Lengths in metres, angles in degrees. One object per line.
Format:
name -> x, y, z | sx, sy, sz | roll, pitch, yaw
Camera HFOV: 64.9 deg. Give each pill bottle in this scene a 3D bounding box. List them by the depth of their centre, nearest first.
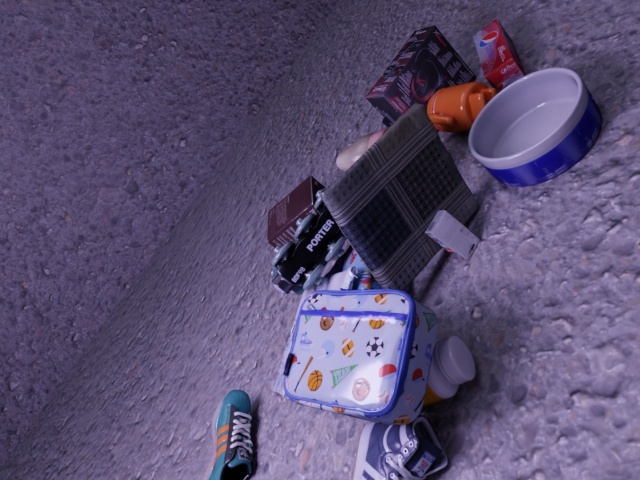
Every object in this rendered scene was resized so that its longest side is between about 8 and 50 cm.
pill bottle -> 0.179, 0.258, 0.962 | 0.215, 0.117, 0.117 | -32, 34, 32

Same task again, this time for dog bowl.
dog bowl -> 0.476, -0.253, 1.134 | 0.265, 0.104, 0.264 | -36, 33, 27

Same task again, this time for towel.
towel -> 0.182, -0.085, 1.104 | 0.324, 0.312, 0.056 | -44, 24, -17

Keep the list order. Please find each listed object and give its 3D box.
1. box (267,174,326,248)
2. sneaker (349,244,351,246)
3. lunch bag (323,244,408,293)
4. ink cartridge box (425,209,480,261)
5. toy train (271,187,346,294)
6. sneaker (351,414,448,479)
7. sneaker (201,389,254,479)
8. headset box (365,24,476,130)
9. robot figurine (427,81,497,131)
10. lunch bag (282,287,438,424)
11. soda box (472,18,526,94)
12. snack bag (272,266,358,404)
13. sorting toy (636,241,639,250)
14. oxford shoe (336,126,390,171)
box -> -0.043, -0.058, 1.599 | 0.203, 0.168, 0.167 | -39, 31, 24
sneaker -> 0.160, -0.045, 1.387 | 0.235, 0.095, 0.090 | -52, 26, 45
lunch bag -> 0.080, 0.134, 1.276 | 0.293, 0.138, 0.220 | -43, 28, 41
ink cartridge box -> 0.293, -0.009, 1.114 | 0.062, 0.115, 0.029 | -57, 17, -10
toy train -> 0.000, 0.000, 1.292 | 0.333, 0.142, 0.190 | -53, -7, -6
sneaker -> 0.131, 0.429, 0.855 | 0.153, 0.099, 0.282 | -32, 31, 36
sneaker -> -0.209, 0.519, 1.251 | 0.121, 0.108, 0.302 | -24, 47, 40
headset box -> 0.293, -0.446, 1.507 | 0.293, 0.218, 0.110 | -55, 27, -5
robot figurine -> 0.380, -0.361, 1.374 | 0.219, 0.128, 0.158 | 13, 75, 60
lunch bag -> 0.062, 0.201, 0.942 | 0.304, 0.115, 0.243 | -5, 64, 45
soda box -> 0.501, -0.515, 1.414 | 0.084, 0.092, 0.263 | -31, 34, 32
snack bag -> -0.025, 0.230, 1.222 | 0.342, 0.037, 0.322 | 151, 140, -71
sorting toy -> 0.618, -0.054, 0.764 | 0.208, 0.038, 0.193 | -55, 28, -7
oxford shoe -> 0.184, -0.222, 1.277 | 0.147, 0.397, 0.140 | -5, 91, 34
